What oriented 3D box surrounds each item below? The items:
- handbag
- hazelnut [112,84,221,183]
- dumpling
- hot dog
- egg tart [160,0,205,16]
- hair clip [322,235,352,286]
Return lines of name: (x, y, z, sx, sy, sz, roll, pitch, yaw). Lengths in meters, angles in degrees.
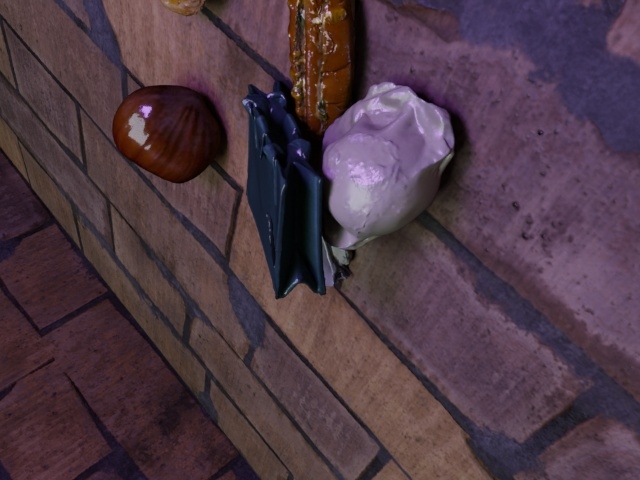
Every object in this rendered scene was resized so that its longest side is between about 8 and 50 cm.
handbag: (-0.063, -0.084, 0.952, 0.326, 0.089, 0.239, -109, 15, -51)
hazelnut: (-0.307, -0.225, 1.243, 0.186, 0.210, 0.210, -135, 24, -65)
dumpling: (0.066, -0.102, 0.841, 0.193, 0.147, 0.258, 54, 126, 25)
hot dog: (0.004, -0.259, 0.866, 0.115, 0.072, 0.269, 26, 138, 30)
egg tart: (-0.224, -0.463, 0.997, 0.191, 0.074, 0.191, 34, 141, 33)
hair clip: (0.000, 0.000, 1.120, 0.116, 0.049, 0.172, -9, 107, 52)
